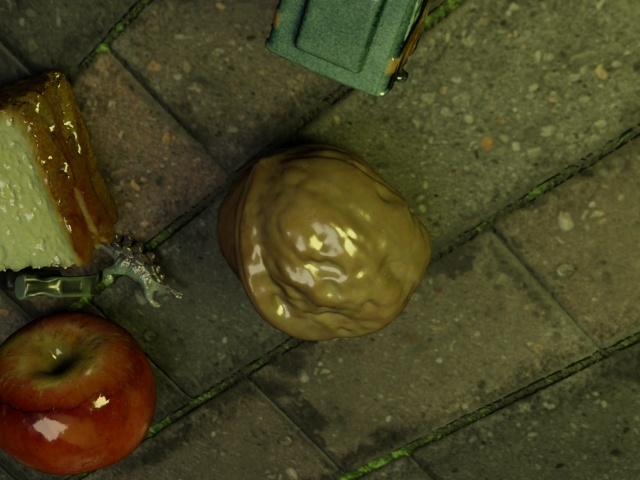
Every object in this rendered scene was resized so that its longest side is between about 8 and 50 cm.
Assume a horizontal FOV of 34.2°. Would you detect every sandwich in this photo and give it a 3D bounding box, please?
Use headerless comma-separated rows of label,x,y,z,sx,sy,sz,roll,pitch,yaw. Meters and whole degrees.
sandwich,-0.474,-0.091,1.487,0.325,0.131,0.262,-4,122,21

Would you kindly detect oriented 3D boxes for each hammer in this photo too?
hammer,-0.441,0.062,1.591,0.226,0.158,0.041,2,91,42

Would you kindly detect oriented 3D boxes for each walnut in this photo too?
walnut,-0.001,-0.001,1.300,0.227,0.273,0.273,-43,103,5

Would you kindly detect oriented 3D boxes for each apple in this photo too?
apple,-0.386,0.244,1.605,0.271,0.252,0.206,-1,129,7

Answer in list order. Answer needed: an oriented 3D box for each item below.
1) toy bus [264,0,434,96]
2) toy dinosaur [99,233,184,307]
toy bus,0.067,-0.327,1.074,0.161,0.194,0.324,23,127,4
toy dinosaur,-0.295,0.030,1.554,0.208,0.039,0.082,26,128,5
